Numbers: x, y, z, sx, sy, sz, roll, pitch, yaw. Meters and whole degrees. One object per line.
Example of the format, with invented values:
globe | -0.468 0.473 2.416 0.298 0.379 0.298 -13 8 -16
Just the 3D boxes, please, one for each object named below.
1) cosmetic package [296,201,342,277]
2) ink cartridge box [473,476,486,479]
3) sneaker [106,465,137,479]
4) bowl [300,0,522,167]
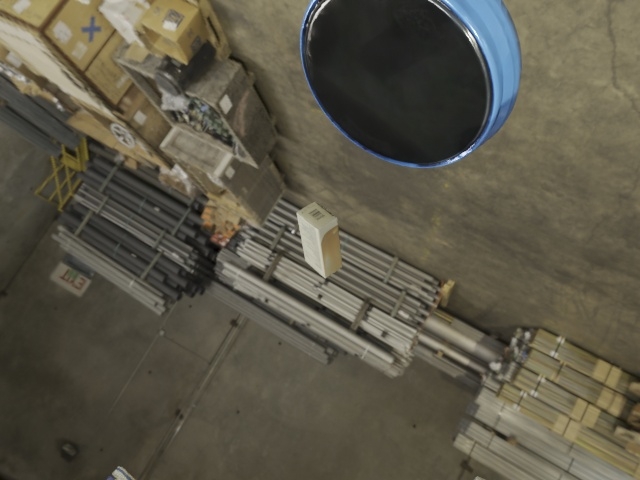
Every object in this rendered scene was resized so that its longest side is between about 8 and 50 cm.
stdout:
cosmetic package | 0.000 0.000 0.794 0.060 0.041 0.115 40 152 36
ink cartridge box | 0.385 0.571 1.025 0.122 0.052 0.088 26 -167 -9
sneaker | -0.338 0.550 0.839 0.315 0.182 0.127 15 140 46
bowl | 0.134 -0.285 0.825 0.391 0.077 0.391 28 152 17
